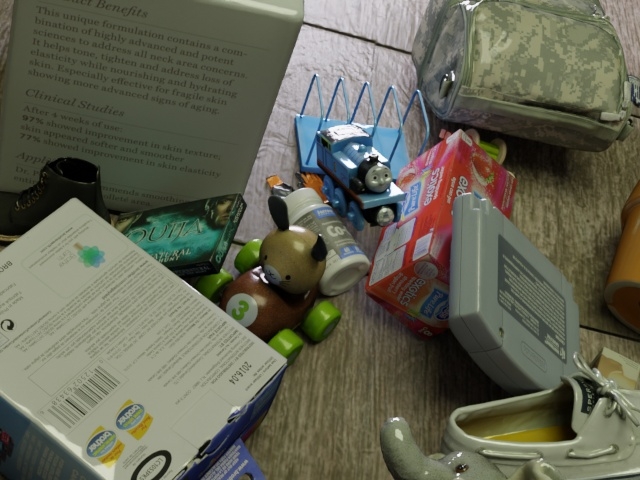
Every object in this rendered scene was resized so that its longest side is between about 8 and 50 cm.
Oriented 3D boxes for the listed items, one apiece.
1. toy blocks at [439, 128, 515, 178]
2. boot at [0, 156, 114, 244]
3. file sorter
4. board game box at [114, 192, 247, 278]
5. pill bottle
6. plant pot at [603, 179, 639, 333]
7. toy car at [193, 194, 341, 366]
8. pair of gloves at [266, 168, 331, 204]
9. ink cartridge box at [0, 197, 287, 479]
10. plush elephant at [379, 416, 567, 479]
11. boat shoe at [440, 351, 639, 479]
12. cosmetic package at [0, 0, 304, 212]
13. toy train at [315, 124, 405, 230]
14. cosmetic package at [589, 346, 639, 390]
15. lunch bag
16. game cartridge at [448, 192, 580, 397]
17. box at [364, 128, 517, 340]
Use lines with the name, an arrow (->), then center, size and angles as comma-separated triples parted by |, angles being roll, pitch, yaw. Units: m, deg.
toy blocks -> 0.210, -0.122, 1.855 | 0.148, 0.054, 0.123 | 17, 45, -28
boot -> -0.356, -0.060, 1.546 | 0.198, 0.137, 0.077 | 5, 51, 0
file sorter -> 0.060, -0.166, 1.820 | 0.170, 0.104, 0.118 | 7, 43, -14
board game box -> -0.192, 0.002, 1.565 | 0.186, 0.026, 0.126 | -9, 40, 26
pill bottle -> 0.000, 0.000, 1.678 | 0.078, 0.078, 0.137 | -17, 59, -31
plant pot -> 0.500, 0.032, 1.772 | 0.205, 0.205, 0.188 | 33, 63, 9
toy car -> -0.049, 0.037, 1.552 | 0.155, 0.188, 0.149 | 41, 49, 17
pair of gloves -> -0.030, -0.071, 1.776 | 0.083, 0.010, 0.074 | -16, 58, -30
ink cartridge box -> -0.227, 0.171, 1.396 | 0.395, 0.151, 0.270 | 35, 48, 13
plush elephant -> 0.115, 0.314, 1.333 | 0.330, 0.272, 0.255 | 36, 56, -27
boat shoe -> 0.320, 0.211, 1.512 | 0.367, 0.156, 0.136 | -6, 33, -9
cosmetic package -> -0.222, -0.278, 1.620 | 0.329, 0.393, 0.327 | 11, 48, -12
toy train -> 0.052, -0.085, 1.688 | 0.080, 0.105, 0.184 | -13, 28, -16
cosmetic package -> 0.384, 0.204, 1.669 | 0.060, 0.041, 0.115 | 26, 47, 2
lunch bag -> 0.311, -0.259, 1.910 | 0.305, 0.212, 0.256 | 10, 40, -14
game cartridge -> 0.248, 0.092, 1.582 | 0.297, 0.062, 0.198 | 39, 51, -45
box -> 0.167, -0.010, 1.693 | 0.123, 0.128, 0.257 | 40, 42, -21
